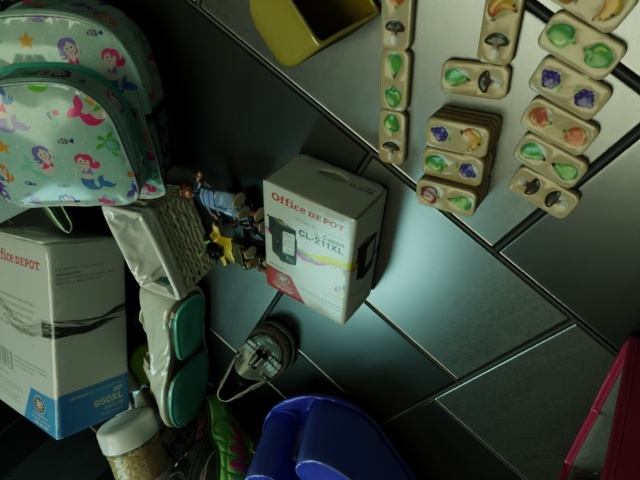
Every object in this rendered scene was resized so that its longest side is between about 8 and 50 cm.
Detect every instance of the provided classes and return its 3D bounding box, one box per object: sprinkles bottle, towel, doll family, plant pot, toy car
[{"bbox_3d":[-0.371,0.553,1.050,0.121,0.121,0.354,-12,98,46],"label":"sprinkles bottle"},{"bbox_3d":[-0.573,-0.135,0.936,0.325,0.038,0.247,8,129,57],"label":"towel"},{"bbox_3d":[-0.137,-0.021,0.696,0.112,0.076,0.192,22,130,32],"label":"doll family"},{"bbox_3d":[-0.016,-0.205,0.431,0.081,0.081,0.083,55,151,-11],"label":"plant pot"},{"bbox_3d":[-0.385,0.316,1.152,0.181,0.159,0.136,62,174,-18],"label":"toy car"}]

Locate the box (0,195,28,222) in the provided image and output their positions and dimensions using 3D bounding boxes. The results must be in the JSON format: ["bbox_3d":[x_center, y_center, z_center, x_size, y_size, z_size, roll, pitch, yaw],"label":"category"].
[{"bbox_3d":[-0.590,-0.128,0.823,0.170,0.091,0.130,54,155,1],"label":"box"}]

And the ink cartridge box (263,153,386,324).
[{"bbox_3d":[0.000,0.000,0.589,0.128,0.072,0.175,26,136,24],"label":"ink cartridge box"}]

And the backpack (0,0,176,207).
[{"bbox_3d":[-0.317,-0.169,0.613,0.226,0.191,0.253,-1,122,-3],"label":"backpack"}]

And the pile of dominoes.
[{"bbox_3d":[0.130,-0.134,0.391,0.196,0.040,0.251,20,134,28],"label":"pile of dominoes"}]

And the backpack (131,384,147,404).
[{"bbox_3d":[-0.453,0.389,1.284,0.084,0.104,0.114,17,139,-1],"label":"backpack"}]

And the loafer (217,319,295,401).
[{"bbox_3d":[-0.125,0.238,0.885,0.096,0.084,0.267,42,140,5],"label":"loafer"}]

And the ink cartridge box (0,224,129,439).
[{"bbox_3d":[-0.570,0.173,1.040,0.286,0.166,0.394,8,101,36],"label":"ink cartridge box"}]

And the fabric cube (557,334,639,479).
[{"bbox_3d":[0.340,0.287,0.393,0.258,0.254,0.258,20,133,28],"label":"fabric cube"}]

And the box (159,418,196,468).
[{"bbox_3d":[-0.342,0.557,1.248,0.216,0.060,0.270,47,176,-2],"label":"box"}]

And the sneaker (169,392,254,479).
[{"bbox_3d":[-0.250,0.478,1.033,0.185,0.202,0.483,56,166,-5],"label":"sneaker"}]

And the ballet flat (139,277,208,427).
[{"bbox_3d":[-0.311,0.227,0.998,0.139,0.139,0.399,27,129,22],"label":"ballet flat"}]

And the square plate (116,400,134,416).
[{"bbox_3d":[-0.609,0.390,1.371,0.344,0.049,0.346,40,144,39],"label":"square plate"}]

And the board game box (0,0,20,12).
[{"bbox_3d":[-0.493,-0.419,0.687,0.170,0.048,0.141,-21,105,48],"label":"board game box"}]

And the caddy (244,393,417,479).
[{"bbox_3d":[0.028,0.429,0.848,0.242,0.179,0.341,-27,104,25],"label":"caddy"}]

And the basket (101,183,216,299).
[{"bbox_3d":[-0.257,-0.004,0.784,0.114,0.103,0.167,12,130,34],"label":"basket"}]
